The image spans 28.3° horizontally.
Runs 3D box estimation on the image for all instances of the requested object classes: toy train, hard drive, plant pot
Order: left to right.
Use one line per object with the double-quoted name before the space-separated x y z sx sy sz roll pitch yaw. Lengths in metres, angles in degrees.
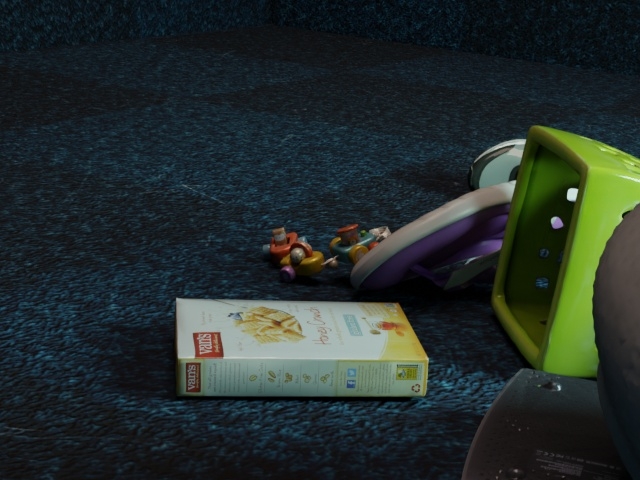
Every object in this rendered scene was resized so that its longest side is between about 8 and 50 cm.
"toy train" 0.000 0.000 1.572 0.166 0.046 0.125 -11 22 13
"hard drive" 0.217 0.182 1.047 0.172 0.054 0.255 9 18 17
"plant pot" 0.323 0.018 1.358 0.207 0.228 0.227 9 15 -9

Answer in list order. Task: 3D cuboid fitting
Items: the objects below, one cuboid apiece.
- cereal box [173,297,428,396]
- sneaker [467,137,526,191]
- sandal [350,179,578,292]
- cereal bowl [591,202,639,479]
"cereal box" -0.026 0.105 1.266 0.240 0.047 0.173 2 16 -8
"sneaker" 0.365 -0.095 1.974 0.272 0.100 0.108 3 21 -4
"sandal" 0.222 0.004 1.561 0.416 0.169 0.102 -16 66 -37
"cereal bowl" 0.303 0.121 0.921 0.141 0.339 0.339 -33 -1 27
